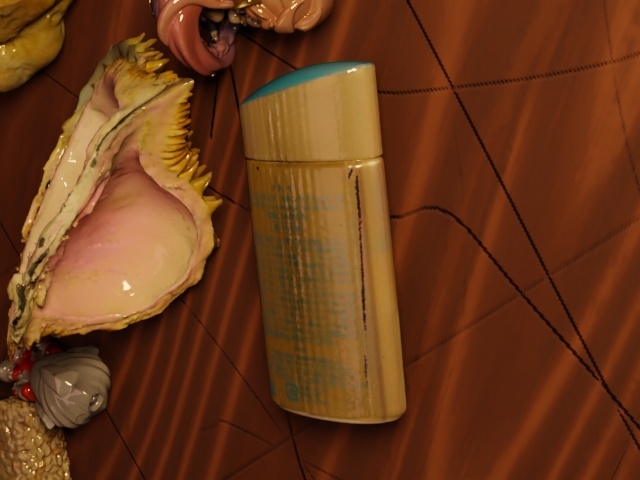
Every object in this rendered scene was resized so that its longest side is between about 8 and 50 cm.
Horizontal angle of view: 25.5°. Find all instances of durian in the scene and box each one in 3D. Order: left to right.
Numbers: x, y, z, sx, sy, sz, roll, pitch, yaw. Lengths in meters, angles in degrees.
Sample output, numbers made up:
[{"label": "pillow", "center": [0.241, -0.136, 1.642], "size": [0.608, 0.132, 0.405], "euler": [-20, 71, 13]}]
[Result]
[{"label": "durian", "center": [-0.186, -0.063, 1.243], "size": [0.195, 0.185, 0.305], "euler": [56, 131, 42]}]

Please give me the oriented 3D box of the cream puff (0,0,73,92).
[{"label": "cream puff", "center": [-0.394, -0.269, 1.304], "size": [0.324, 0.257, 0.291], "euler": [10, 112, 41]}]

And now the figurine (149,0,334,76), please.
[{"label": "figurine", "center": [-0.067, -0.199, 1.110], "size": [0.157, 0.126, 0.114], "euler": [-13, 127, 45]}]

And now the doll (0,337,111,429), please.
[{"label": "doll", "center": [-0.265, 0.141, 1.422], "size": [0.180, 0.079, 0.094], "euler": [16, 70, 46]}]

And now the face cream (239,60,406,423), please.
[{"label": "face cream", "center": [0.000, 0.000, 1.133], "size": [0.139, 0.067, 0.285], "euler": [4, 105, 42]}]

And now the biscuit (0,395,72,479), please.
[{"label": "biscuit", "center": [-0.306, 0.245, 1.493], "size": [0.082, 0.070, 0.168], "euler": [4, 102, 34]}]
